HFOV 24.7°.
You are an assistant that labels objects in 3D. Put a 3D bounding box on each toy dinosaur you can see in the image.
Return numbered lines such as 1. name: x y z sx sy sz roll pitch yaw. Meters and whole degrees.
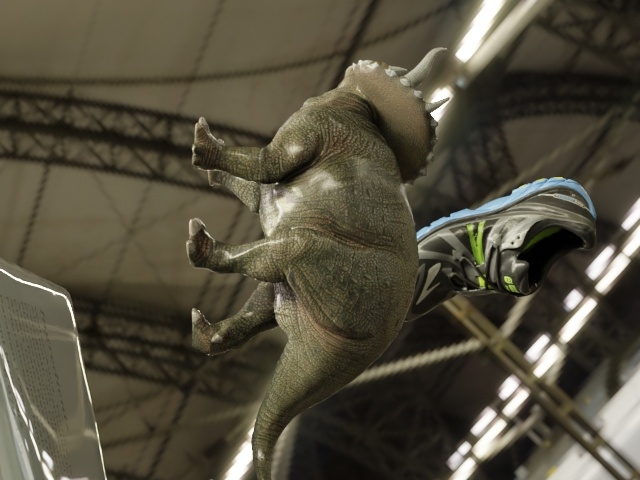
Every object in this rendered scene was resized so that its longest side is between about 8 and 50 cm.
1. toy dinosaur: 0.000 0.000 0.926 0.121 0.160 0.313 84 -170 -69

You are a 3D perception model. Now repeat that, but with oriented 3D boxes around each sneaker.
1. sneaker: 0.137 0.015 1.189 0.188 0.078 0.067 -26 -43 10

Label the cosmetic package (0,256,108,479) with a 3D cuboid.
1. cosmetic package: -0.318 0.202 0.950 0.329 0.327 0.394 -13 -6 -2
